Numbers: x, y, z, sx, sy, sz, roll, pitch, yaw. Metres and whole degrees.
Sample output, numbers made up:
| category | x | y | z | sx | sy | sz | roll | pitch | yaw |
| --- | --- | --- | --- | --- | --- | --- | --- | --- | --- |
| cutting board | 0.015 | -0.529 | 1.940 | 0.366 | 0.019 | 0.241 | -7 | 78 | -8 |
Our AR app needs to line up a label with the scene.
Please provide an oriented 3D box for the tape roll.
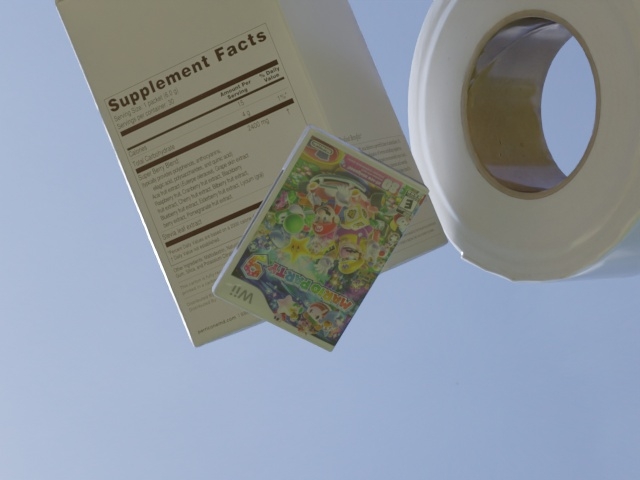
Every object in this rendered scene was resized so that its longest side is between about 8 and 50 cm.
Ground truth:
| category | x | y | z | sx | sy | sz | roll | pitch | yaw |
| --- | --- | --- | --- | --- | --- | --- | --- | --- | --- |
| tape roll | 0.198 | -0.106 | 1.373 | 0.100 | 0.286 | 0.286 | -3 | -86 | -40 |

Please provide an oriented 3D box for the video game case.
| category | x | y | z | sx | sy | sz | roll | pitch | yaw |
| --- | --- | --- | --- | --- | --- | --- | --- | --- | --- |
| video game case | 0.000 | 0.000 | 1.059 | 0.087 | 0.011 | 0.122 | 27 | -76 | -17 |

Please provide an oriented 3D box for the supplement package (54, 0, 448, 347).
| category | x | y | z | sx | sy | sz | roll | pitch | yaw |
| --- | --- | --- | --- | --- | --- | --- | --- | --- | --- |
| supplement package | -0.051 | -0.091 | 1.363 | 0.175 | 0.177 | 0.293 | -23 | -92 | 21 |
